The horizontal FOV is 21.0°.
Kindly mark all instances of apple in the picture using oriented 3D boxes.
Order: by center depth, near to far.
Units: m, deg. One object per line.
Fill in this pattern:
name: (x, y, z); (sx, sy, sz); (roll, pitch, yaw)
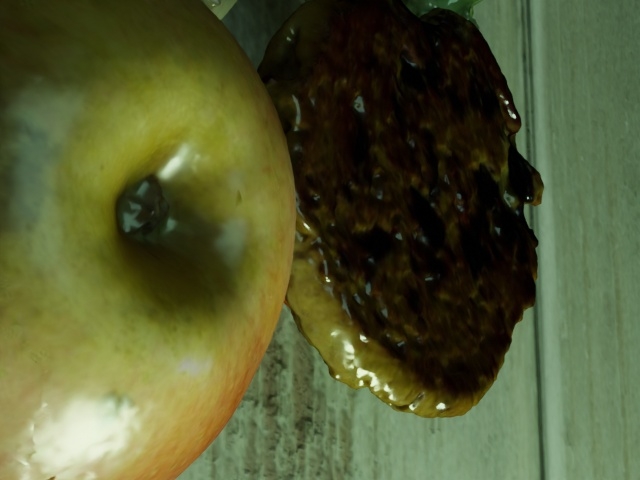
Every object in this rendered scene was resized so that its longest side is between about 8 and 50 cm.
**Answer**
apple: (-0.183, -0.008, 0.946); (0.364, 0.364, 0.364); (21, 59, -38)

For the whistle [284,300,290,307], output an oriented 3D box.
whistle: (0.000, 0.000, 1.278); (0.288, 0.131, 0.106); (41, 25, -30)

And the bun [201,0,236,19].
bun: (-0.181, -0.241, 1.160); (0.299, 0.165, 0.299); (39, 27, -24)

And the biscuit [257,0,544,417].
biscuit: (0.049, -0.035, 1.178); (0.289, 0.081, 0.334); (63, 34, -14)

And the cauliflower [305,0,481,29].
cauliflower: (0.098, -0.262, 1.407); (0.281, 0.260, 0.327); (12, 58, -16)
